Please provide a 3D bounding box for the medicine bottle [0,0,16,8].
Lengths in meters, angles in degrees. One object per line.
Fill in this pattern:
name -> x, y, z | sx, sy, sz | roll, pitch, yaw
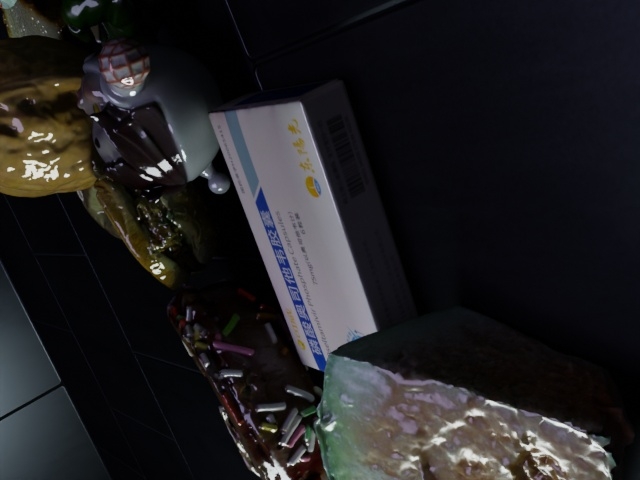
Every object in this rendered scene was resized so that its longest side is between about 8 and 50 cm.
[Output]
medicine bottle -> -0.349, -0.389, 0.932 | 0.083, 0.228, 0.121 | 24, 176, -15

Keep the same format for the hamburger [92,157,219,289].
hamburger -> -0.221, -0.035, 1.130 | 0.189, 0.122, 0.215 | 50, 174, 26

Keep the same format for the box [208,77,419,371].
box -> 0.000, 0.000, 0.892 | 0.200, 0.065, 0.343 | 8, 122, 55

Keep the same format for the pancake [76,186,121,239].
pancake -> -0.385, -0.119, 1.399 | 0.294, 0.049, 0.294 | 42, 148, 34

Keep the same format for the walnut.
walnut -> -0.395, -0.172, 1.122 | 0.257, 0.257, 0.224 | -35, 69, 60

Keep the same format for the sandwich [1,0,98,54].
sandwich -> -0.431, -0.328, 1.271 | 0.215, 0.065, 0.186 | 42, 146, 28

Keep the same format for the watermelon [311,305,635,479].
watermelon -> 0.162, 0.207, 0.774 | 0.302, 0.151, 0.264 | 6, 119, 35

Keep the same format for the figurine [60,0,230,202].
figurine -> -0.220, -0.219, 0.955 | 0.281, 0.167, 0.370 | -173, 65, -76

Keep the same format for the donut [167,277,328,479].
donut -> -0.082, 0.203, 1.087 | 0.345, 0.136, 0.259 | 61, 164, -4
